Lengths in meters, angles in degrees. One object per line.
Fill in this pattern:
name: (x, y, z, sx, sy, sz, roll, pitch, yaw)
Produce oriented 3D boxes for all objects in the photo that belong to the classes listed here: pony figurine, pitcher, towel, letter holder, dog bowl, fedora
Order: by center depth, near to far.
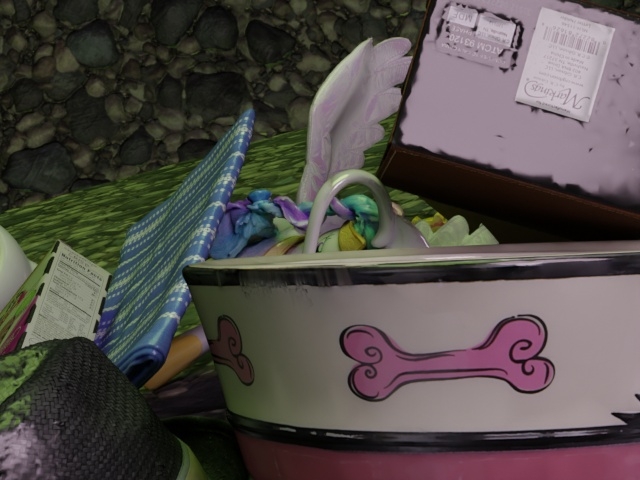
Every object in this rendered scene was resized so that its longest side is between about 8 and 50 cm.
dog bowl: (0.115, 0.079, 0.990, 0.407, 0.150, 0.408, -3, 1, 0)
fedora: (-0.209, 0.171, 1.015, 0.334, 0.153, 0.334, -22, 18, 7)
letter holder: (0.211, -0.087, 1.202, 0.301, 0.152, 0.214, 16, -8, 0)
pitcher: (0.015, 0.060, 1.237, 0.207, 0.178, 0.125, -45, 17, -9)
towel: (-0.169, 0.043, 1.397, 0.243, 0.040, 0.336, -42, 21, 40)
pony figurine: (0.000, 0.000, 1.516, 0.363, 0.303, 0.351, -20, 16, 41)

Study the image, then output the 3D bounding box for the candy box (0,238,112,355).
candy box: (-0.279, 0.119, 1.372, 0.159, 0.071, 0.233, -49, 16, 18)

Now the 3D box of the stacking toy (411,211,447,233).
stacking toy: (0.044, 0.026, 1.791, 0.221, 0.052, 0.167, -12, 10, 20)

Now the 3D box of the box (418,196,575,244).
box: (0.214, -0.034, 1.658, 0.201, 0.164, 0.021, -1, 60, 49)

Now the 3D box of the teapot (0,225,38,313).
teapot: (-0.429, 0.106, 1.668, 0.256, 0.187, 0.252, 10, 49, 25)
